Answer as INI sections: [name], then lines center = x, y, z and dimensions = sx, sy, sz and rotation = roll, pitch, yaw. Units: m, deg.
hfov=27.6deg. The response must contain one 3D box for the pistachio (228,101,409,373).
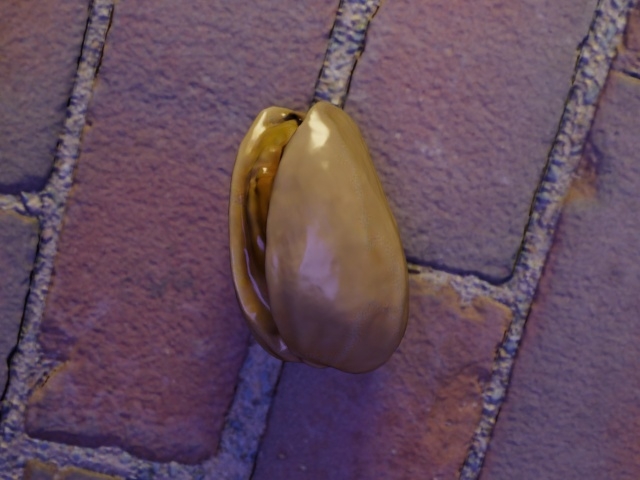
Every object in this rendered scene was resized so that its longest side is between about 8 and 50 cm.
[pistachio]
center = 0.000, 0.000, 1.072
dimensions = 0.157, 0.157, 0.229
rotation = -10, 97, 6
